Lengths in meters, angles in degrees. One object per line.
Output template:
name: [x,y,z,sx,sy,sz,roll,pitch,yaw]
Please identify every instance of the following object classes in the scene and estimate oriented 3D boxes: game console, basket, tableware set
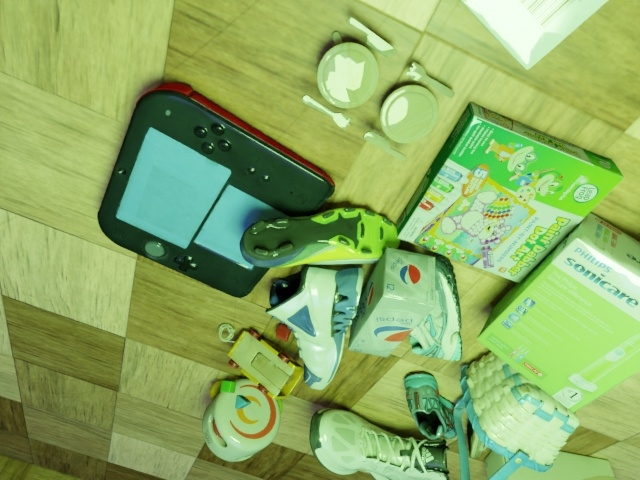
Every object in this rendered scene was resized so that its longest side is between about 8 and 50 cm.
game console: [-0.210,-0.060,0.789,0.342,0.060,0.386,31,129,-15]
basket: [0.394,0.389,0.925,0.201,0.255,0.289,32,119,-7]
tableware set: [0.083,-0.213,0.619,0.194,0.039,0.128,26,118,-19]

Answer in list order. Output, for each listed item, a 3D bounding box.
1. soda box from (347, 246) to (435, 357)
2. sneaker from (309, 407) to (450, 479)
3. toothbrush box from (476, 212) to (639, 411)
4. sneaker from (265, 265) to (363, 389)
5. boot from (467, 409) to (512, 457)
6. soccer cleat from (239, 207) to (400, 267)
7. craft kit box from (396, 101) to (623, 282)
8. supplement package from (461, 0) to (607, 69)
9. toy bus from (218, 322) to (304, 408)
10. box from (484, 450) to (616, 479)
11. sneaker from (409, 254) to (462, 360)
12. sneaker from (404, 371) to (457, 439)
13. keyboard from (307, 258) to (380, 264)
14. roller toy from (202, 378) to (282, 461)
soda box: [0.127,0.131,0.811,0.091,0.098,0.286,11,147,-3]
sneaker: [0.192,0.553,1.154,0.257,0.169,0.447,-28,129,34]
toothbrush box: [0.447,0.128,0.732,0.206,0.122,0.283,37,133,16]
sneaker: [-0.027,0.165,0.914,0.182,0.127,0.316,15,124,3]
boot: [0.483,0.521,1.137,0.165,0.077,0.213,-1,127,9]
soccer cleat: [-0.001,-0.001,0.767,0.289,0.094,0.121,-3,167,-14]
craft kit box: [0.290,-0.063,0.696,0.246,0.061,0.250,18,131,-8]
supplement package: [0.211,-0.279,0.443,0.105,0.179,0.105,34,128,-18]
toy bus: [-0.139,0.297,1.042,0.190,0.202,0.104,-14,157,13]
box: [0.651,0.683,1.210,0.311,0.121,0.148,9,132,3]
sneaker: [0.217,0.150,0.851,0.122,0.110,0.283,-5,128,15]
sneaker: [0.281,0.458,1.088,0.104,0.125,0.262,-21,123,26]
keyboard: [0.066,0.037,0.818,0.256,0.014,0.072,-2,172,13]
roller toy: [-0.223,0.496,1.172,0.209,0.191,0.146,29,130,-14]
